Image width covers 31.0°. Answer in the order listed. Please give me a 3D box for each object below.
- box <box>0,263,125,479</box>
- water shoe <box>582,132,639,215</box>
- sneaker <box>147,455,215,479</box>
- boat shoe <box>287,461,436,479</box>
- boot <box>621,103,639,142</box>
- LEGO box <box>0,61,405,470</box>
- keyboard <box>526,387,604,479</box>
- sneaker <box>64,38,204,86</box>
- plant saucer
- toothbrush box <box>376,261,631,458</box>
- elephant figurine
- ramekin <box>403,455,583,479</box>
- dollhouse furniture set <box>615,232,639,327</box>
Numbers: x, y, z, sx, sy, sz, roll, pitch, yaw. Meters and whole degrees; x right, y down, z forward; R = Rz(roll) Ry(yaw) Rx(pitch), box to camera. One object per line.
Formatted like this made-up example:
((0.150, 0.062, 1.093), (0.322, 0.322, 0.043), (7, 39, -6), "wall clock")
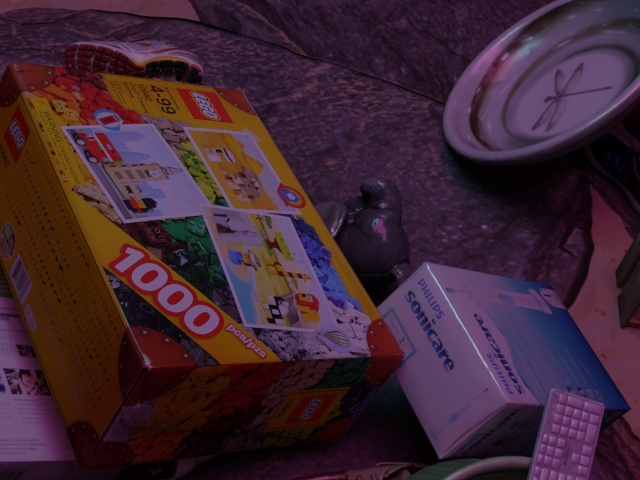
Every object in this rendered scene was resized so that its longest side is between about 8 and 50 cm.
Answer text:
((-0.390, 0.155, 1.432), (0.232, 0.058, 0.322), (13, 41, -50), "box")
((0.506, -0.126, 1.871), (0.073, 0.080, 0.203), (-22, 60, -26), "water shoe")
((-0.219, 0.176, 1.505), (0.118, 0.110, 0.292), (-16, 58, -37), "sneaker")
((0.081, 0.322, 1.426), (0.324, 0.116, 0.123), (-1, 53, -11), "boat shoe")
((0.540, -0.072, 1.748), (0.264, 0.096, 0.280), (37, 51, -5), "boot")
((-0.185, 0.021, 1.467), (0.372, 0.193, 0.500), (1, 45, -40), "LEGO box")
((0.248, 0.291, 1.242), (0.072, 0.014, 0.256), (18, 81, -14), "keyboard")
((-0.298, -0.278, 1.853), (0.225, 0.088, 0.093), (9, 31, -3), "sneaker")
((0.388, -0.242, 1.838), (0.400, 0.100, 0.400), (-29, 32, 20), "plant saucer")
((0.231, 0.160, 1.487), (0.295, 0.126, 0.216), (11, 42, -48), "toothbrush box")
((0.000, 0.000, 1.658), (0.239, 0.186, 0.169), (-8, 97, -3), "elephant figurine")
((0.185, 0.389, 1.302), (0.303, 0.148, 0.303), (1, 86, -16), "ramekin")
((0.533, 0.047, 1.716), (0.151, 0.123, 0.144), (8, 52, -4), "dollhouse furniture set")
